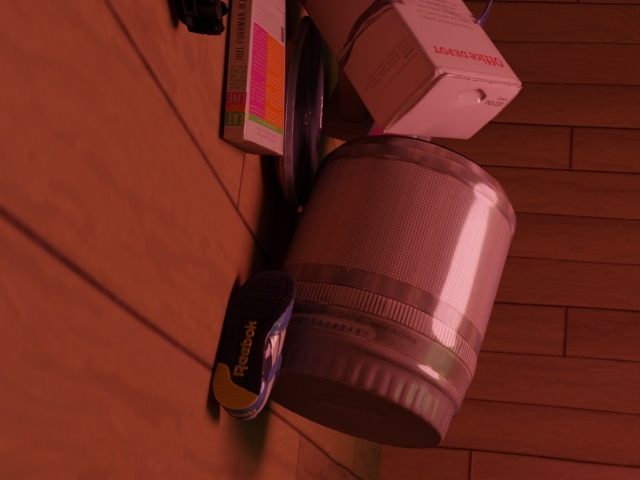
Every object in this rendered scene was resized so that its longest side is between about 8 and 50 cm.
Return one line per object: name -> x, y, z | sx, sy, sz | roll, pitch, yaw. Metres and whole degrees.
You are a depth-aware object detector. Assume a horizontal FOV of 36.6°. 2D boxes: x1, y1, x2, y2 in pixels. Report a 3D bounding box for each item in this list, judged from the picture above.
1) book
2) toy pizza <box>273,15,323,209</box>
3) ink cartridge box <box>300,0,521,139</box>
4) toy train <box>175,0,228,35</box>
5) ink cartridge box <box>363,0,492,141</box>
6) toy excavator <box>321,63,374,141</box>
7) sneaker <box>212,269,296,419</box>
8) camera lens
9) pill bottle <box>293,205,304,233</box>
book -> -0.055, -0.151, 0.828 | 0.096, 0.035, 0.144 | 18, 75, -78
toy pizza -> -0.027, -0.133, 1.015 | 0.201, 0.032, 0.201 | 5, 90, -82
ink cartridge box -> 0.085, -0.214, 0.991 | 0.158, 0.092, 0.218 | -3, 55, -48
toy train -> -0.084, -0.194, 0.600 | 0.158, 0.036, 0.027 | 85, 8, -50
ink cartridge box -> 0.119, -0.162, 1.224 | 0.311, 0.065, 0.186 | -57, 170, -31
toy excavator -> 0.074, -0.375, 1.164 | 0.433, 0.222, 0.445 | 59, 49, -76
sneaker -> -0.057, 0.092, 0.851 | 0.059, 0.053, 0.144 | 80, 24, -54
camera lens -> 0.068, 0.047, 0.992 | 0.219, 0.219, 0.274 | 76, 31, -63
pill bottle -> 0.000, 0.000, 1.138 | 0.065, 0.065, 0.116 | -60, 152, -71
